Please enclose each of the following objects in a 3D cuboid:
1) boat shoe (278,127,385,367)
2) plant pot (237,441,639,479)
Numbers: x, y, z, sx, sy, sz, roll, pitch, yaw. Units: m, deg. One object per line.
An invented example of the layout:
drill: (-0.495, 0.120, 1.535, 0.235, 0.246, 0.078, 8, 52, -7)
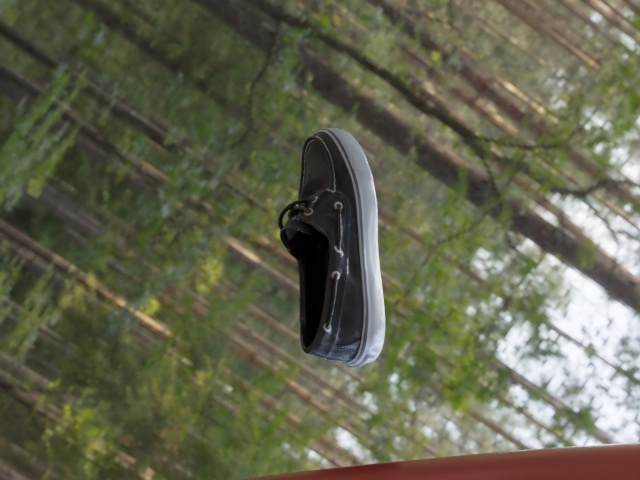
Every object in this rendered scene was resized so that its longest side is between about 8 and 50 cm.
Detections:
boat shoe: (0.000, 0.000, 1.012, 0.080, 0.076, 0.228, -33, -124, 52)
plant pot: (0.106, 0.200, 0.455, 0.243, 0.274, 0.275, -15, -167, -2)
